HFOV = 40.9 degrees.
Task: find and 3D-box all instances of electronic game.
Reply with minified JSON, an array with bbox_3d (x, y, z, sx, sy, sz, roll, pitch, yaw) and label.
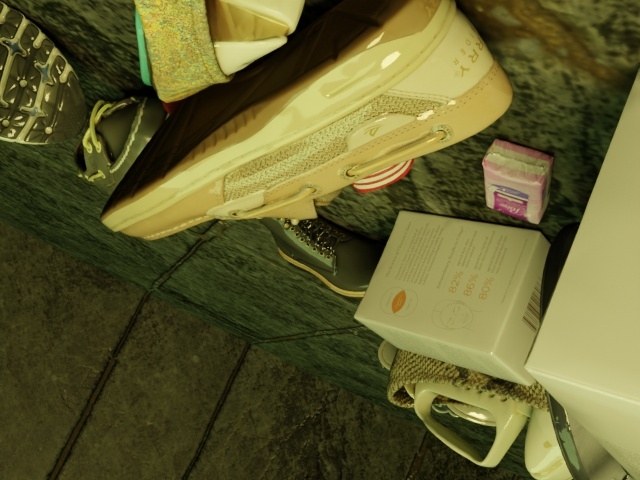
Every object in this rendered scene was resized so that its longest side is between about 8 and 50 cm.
[{"bbox_3d":[0.229,0.098,0.701,0.048,0.229,0.229,-11,146,34],"label":"electronic game"}]

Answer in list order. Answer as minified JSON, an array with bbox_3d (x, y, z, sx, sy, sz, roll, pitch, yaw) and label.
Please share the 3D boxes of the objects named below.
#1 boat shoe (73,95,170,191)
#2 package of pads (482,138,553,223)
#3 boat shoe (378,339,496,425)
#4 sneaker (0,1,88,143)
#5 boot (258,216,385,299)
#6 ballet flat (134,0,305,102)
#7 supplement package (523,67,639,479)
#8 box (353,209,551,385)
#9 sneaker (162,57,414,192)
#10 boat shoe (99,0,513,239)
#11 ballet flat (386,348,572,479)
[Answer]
[{"bbox_3d":[-0.219,-0.104,0.947,0.091,0.109,0.305,24,170,-17],"label":"boat shoe"},{"bbox_3d":[0.157,-0.047,0.685,0.050,0.032,0.083,23,166,19],"label":"package of pads"},{"bbox_3d":[0.217,0.253,1.514,0.254,0.095,0.079,22,164,17],"label":"boat shoe"},{"bbox_3d":[-0.390,-0.202,0.912,0.330,0.130,0.147,28,179,2],"label":"sneaker"},{"bbox_3d":[0.000,0.000,1.038,0.198,0.077,0.137,13,156,36],"label":"boot"},{"bbox_3d":[-0.060,-0.164,0.490,0.123,0.123,0.348,24,166,4],"label":"ballet flat"},{"bbox_3d":[0.284,0.057,0.512,0.199,0.198,0.262,14,162,38],"label":"supplement package"},{"bbox_3d":[0.143,0.054,0.866,0.170,0.130,0.091,12,161,43],"label":"box"},{"bbox_3d":[-0.024,-0.088,0.734,0.221,0.087,0.128,18,163,28],"label":"sneaker"},{"bbox_3d":[-0.031,-0.058,0.595,0.341,0.122,0.110,-21,126,43],"label":"boat shoe"},{"bbox_3d":[0.273,0.231,1.172,0.164,0.182,0.483,36,161,-35],"label":"ballet flat"}]
